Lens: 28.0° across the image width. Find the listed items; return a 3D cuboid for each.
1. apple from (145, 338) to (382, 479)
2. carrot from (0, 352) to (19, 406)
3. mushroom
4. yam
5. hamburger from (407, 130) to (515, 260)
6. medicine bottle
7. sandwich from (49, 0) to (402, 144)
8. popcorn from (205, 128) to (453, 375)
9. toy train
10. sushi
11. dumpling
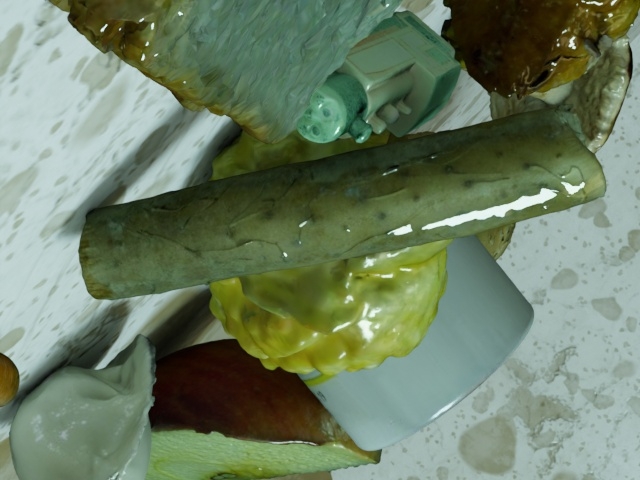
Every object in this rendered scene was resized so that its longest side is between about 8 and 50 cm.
[{"bbox_3d":[-0.108,0.202,1.464,0.346,0.179,0.254,-11,-161,34],"label":"apple"},{"bbox_3d":[-0.254,0.093,0.905,0.047,0.047,0.191,-44,170,-6],"label":"carrot"},{"bbox_3d":[0.233,-0.221,1.497,0.233,0.302,0.208,19,-110,50],"label":"mushroom"},{"bbox_3d":[0.011,-0.022,0.906,0.371,0.083,0.083,-13,172,5],"label":"yam"},{"bbox_3d":[0.090,0.003,1.580,0.318,0.195,0.277,-35,172,-26],"label":"hamburger"},{"bbox_3d":[0.061,0.059,1.324,0.238,0.232,0.238,-38,-176,3],"label":"medicine bottle"},{"bbox_3d":[0.020,-0.200,0.561,0.325,0.131,0.262,-47,170,3],"label":"sandwich"},{"bbox_3d":[0.000,0.000,1.069,0.192,0.233,0.266,-18,171,-46],"label":"popcorn"},{"bbox_3d":[0.016,-0.123,0.910,0.194,0.125,0.081,-34,162,-54],"label":"toy train"},{"bbox_3d":[0.186,-0.236,0.998,0.179,0.167,0.296,91,4,-70],"label":"sushi"},{"bbox_3d":[-0.205,0.167,1.194,0.172,0.142,0.247,-47,-159,13],"label":"dumpling"}]
